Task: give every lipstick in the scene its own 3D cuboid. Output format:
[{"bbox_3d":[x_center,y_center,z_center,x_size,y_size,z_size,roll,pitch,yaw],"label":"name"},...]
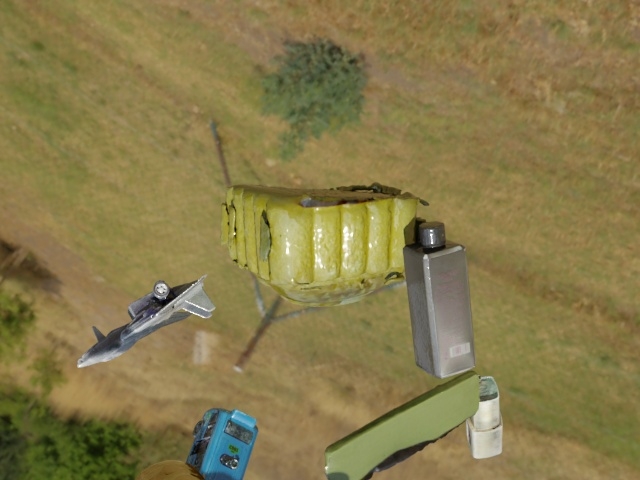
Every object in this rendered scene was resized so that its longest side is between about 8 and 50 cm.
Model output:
[{"bbox_3d":[0.365,0.395,1.913,0.077,0.079,0.253,-12,140,1],"label":"lipstick"}]

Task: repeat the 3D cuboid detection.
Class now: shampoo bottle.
[{"bbox_3d":[0.188,0.091,1.366,0.079,0.080,0.246,26,127,62],"label":"shampoo bottle"}]

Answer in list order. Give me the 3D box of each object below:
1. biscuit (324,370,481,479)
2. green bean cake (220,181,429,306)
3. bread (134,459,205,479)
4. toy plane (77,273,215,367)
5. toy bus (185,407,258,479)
[{"bbox_3d":[0.138,0.314,1.426,0.038,0.322,0.099,32,137,52],"label":"biscuit"},{"bbox_3d":[0.000,0.000,1.501,0.309,0.202,0.285,-3,-169,-24],"label":"green bean cake"},{"bbox_3d":[-0.256,0.446,1.481,0.091,0.142,0.305,62,160,-7],"label":"bread"},{"bbox_3d":[-0.325,0.144,1.552,0.088,0.267,0.212,60,157,13],"label":"toy plane"},{"bbox_3d":[-0.224,0.485,1.856,0.113,0.246,0.134,33,143,-19],"label":"toy bus"}]
